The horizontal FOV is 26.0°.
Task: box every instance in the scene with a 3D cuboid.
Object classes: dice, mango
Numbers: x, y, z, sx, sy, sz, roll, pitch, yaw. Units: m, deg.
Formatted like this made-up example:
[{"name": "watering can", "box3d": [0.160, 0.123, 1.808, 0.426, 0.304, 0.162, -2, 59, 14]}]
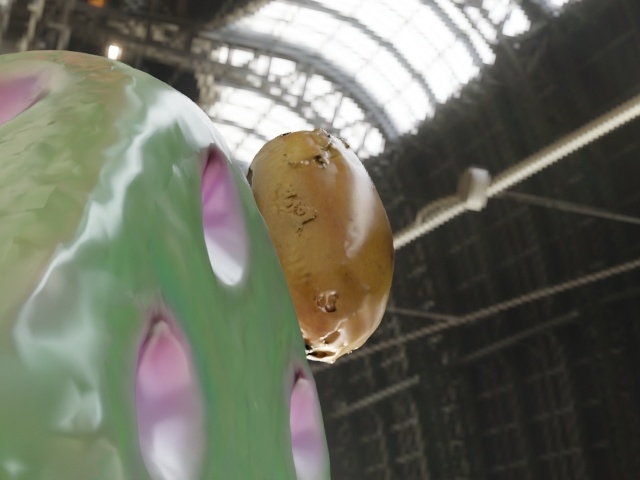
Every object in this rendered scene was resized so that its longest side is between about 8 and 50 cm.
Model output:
[{"name": "dice", "box3d": [-0.182, 0.118, 0.657, 0.330, 0.318, 0.322, -81, 156, -56]}, {"name": "mango", "box3d": [0.000, 0.000, 1.416, 0.156, 0.151, 0.248, 48, 29, -63]}]
